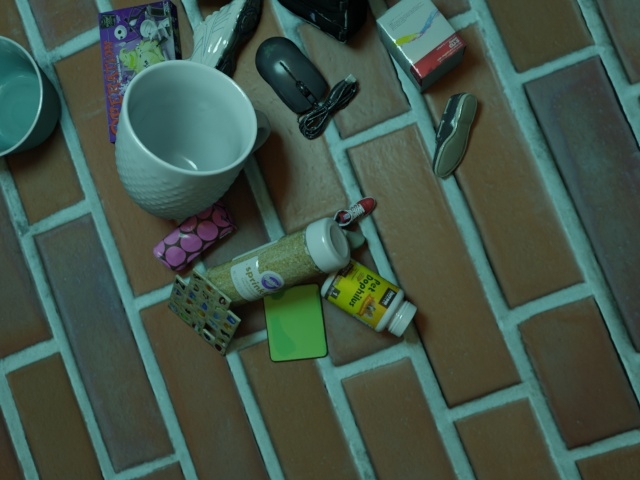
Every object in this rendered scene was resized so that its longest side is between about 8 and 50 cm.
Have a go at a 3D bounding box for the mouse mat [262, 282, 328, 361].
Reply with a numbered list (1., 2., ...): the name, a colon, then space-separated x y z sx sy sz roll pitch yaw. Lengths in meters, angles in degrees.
1. mouse mat: -0.065 0.207 1.444 0.152 0.007 0.190 -7 89 10

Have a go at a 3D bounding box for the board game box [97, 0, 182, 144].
1. board game box: -0.465 -0.437 1.503 0.208 0.056 0.347 -7 88 14

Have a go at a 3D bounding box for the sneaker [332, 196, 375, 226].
1. sneaker: 0.080 -0.068 1.392 0.118 0.067 0.042 -34 84 8

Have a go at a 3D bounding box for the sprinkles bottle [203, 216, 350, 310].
1. sprinkles bottle: -0.107 0.062 1.351 0.355 0.121 0.121 -22 85 25

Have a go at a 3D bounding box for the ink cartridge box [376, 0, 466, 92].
1. ink cartridge box: 0.233 -0.465 1.341 0.127 0.128 0.176 -37 84 7

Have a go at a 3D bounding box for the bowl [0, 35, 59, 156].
1. bowl: -0.818 -0.356 1.502 0.311 0.163 0.312 0 89 10

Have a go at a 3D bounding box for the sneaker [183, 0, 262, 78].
1. sneaker: -0.251 -0.526 1.440 0.129 0.111 0.297 31 93 14

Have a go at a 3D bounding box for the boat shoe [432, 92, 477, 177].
1. boat shoe: 0.309 -0.252 1.372 0.065 0.075 0.206 29 102 52

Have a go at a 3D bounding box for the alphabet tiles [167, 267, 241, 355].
1. alphabet tiles: -0.285 0.167 1.399 0.198 0.009 0.237 40 140 8

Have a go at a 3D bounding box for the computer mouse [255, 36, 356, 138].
1. computer mouse: -0.058 -0.407 1.419 0.272 0.072 0.188 45 97 7

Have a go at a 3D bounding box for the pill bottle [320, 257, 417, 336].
1. pill bottle: 0.116 0.136 1.358 0.215 0.117 0.117 32 94 9

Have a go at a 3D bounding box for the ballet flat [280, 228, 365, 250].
1. ballet flat: 0.000 0.000 1.398 0.213 0.072 0.068 -11 126 11

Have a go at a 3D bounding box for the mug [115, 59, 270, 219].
1. mug: -0.283 -0.210 1.325 0.374 0.328 0.276 -23 79 -31

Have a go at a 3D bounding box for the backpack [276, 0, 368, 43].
1. backpack: -0.003 -0.618 1.340 0.253 0.225 0.191 29 72 13

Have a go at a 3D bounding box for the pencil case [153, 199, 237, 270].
1. pencil case: -0.316 -0.009 1.452 0.209 0.095 0.098 -37 108 9
